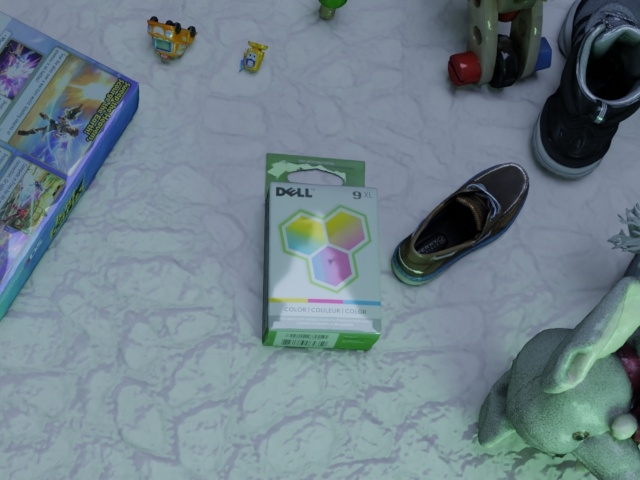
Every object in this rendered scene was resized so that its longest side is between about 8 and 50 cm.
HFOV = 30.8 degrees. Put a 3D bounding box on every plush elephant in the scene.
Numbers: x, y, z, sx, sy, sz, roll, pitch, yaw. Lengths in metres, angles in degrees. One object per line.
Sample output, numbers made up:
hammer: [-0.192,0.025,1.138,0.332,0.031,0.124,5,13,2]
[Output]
plush elephant: [0.288,0.144,1.039,0.255,0.272,0.330,-27,72,-13]

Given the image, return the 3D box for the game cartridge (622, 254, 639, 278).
game cartridge: [0.455,0.023,1.223,0.297,0.062,0.198,-40,85,-21]

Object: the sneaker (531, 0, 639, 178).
sneaker: [0.312,-0.203,1.228,0.101,0.153,0.268,23,67,-1]

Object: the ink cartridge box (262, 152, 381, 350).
ink cartridge box: [0.000,0.000,1.146,0.109,0.062,0.209,3,69,-8]

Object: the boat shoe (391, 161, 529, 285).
boat shoe: [0.153,-0.023,1.179,0.066,0.066,0.183,45,69,8]

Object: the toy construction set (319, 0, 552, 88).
toy construction set: [0.142,-0.321,1.198,0.309,0.237,0.257,8,68,-6]

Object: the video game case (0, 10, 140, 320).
video game case: [-0.346,-0.094,1.123,0.244,0.061,0.269,28,68,3]

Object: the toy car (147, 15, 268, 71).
toy car: [-0.121,-0.199,1.207,0.122,0.060,0.040,16,99,4]
